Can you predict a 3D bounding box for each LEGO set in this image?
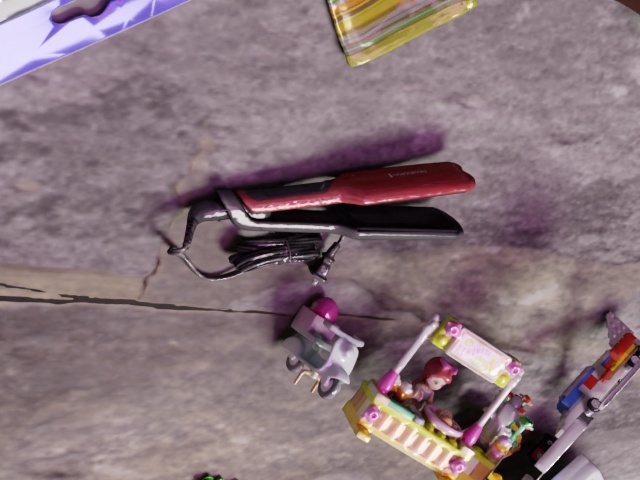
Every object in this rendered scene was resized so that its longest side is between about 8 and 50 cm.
[{"bbox_3d":[0.192,0.145,1.141,0.182,0.060,0.244,-49,167,8],"label":"LEGO set"},{"bbox_3d":[0.110,0.118,1.073,0.287,0.132,0.107,28,101,-42],"label":"LEGO set"}]

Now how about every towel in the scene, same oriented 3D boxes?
[{"bbox_3d":[0.031,-0.222,0.866,0.102,0.021,0.237,-32,132,-12],"label":"towel"}]

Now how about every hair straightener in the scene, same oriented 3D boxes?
[{"bbox_3d":[0.000,0.000,0.978,0.230,0.047,0.089,-10,125,-28],"label":"hair straightener"}]

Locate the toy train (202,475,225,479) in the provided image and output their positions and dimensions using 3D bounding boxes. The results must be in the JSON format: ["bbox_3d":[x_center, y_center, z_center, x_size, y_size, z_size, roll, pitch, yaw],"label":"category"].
[{"bbox_3d":[-0.065,0.201,1.096,0.083,0.017,0.023,21,117,-41],"label":"toy train"}]

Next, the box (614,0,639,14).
[{"bbox_3d":[0.145,-0.312,0.762,0.143,0.191,0.381,-37,134,-7],"label":"box"}]

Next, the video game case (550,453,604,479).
[{"bbox_3d":[0.153,0.319,1.276,0.285,0.025,0.204,-41,151,-2],"label":"video game case"}]

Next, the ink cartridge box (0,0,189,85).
[{"bbox_3d":[-0.139,-0.188,0.762,0.206,0.045,0.208,-28,133,-15],"label":"ink cartridge box"}]
